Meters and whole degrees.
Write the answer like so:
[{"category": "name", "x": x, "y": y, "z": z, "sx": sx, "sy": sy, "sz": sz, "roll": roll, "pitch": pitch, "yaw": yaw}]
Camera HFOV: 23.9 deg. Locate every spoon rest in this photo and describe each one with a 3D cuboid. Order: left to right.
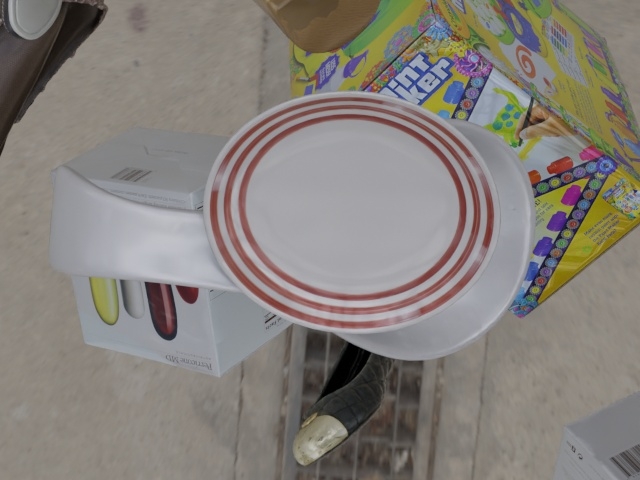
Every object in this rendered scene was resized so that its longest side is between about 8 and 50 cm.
[{"category": "spoon rest", "x": 0.000, "y": 0.000, "z": 0.807, "sx": 0.276, "sy": 0.084, "sz": 0.137, "roll": 0, "pitch": 103, "yaw": -25}]

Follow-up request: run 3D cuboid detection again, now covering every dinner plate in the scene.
[{"category": "dinner plate", "x": 0.015, "y": -0.014, "z": 0.720, "sx": 0.141, "sy": 0.017, "sz": 0.141, "roll": 3, "pitch": 125, "yaw": 4}]

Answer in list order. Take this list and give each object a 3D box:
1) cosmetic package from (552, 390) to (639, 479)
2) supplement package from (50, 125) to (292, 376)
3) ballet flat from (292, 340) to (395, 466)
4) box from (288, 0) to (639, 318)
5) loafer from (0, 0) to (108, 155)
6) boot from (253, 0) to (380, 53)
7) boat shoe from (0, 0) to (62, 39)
[{"category": "cosmetic package", "x": 0.242, "y": 0.112, "z": 0.873, "sx": 0.239, "sy": 0.060, "sz": 0.099, "roll": -20, "pitch": 134, "yaw": -25}, {"category": "supplement package", "x": -0.149, "y": 0.006, "z": 1.577, "sx": 0.194, "sy": 0.149, "sz": 0.203, "roll": 9, "pitch": 119, "yaw": 34}, {"category": "ballet flat", "x": 0.017, "y": 0.078, "z": 0.943, "sx": 0.057, "sy": 0.173, "sz": 0.049, "roll": -30, "pitch": 107, "yaw": 37}, {"category": "box", "x": 0.130, "y": -0.137, "z": 1.375, "sx": 0.279, "sy": 0.290, "sz": 0.177, "roll": 35, "pitch": 119, "yaw": -25}, {"category": "loafer", "x": -0.307, "y": -0.116, "z": 1.344, "sx": 0.366, "sy": 0.134, "sz": 0.130, "roll": -40, "pitch": 68, "yaw": 27}, {"category": "boot", "x": -0.072, "y": -0.220, "z": 0.612, "sx": 0.104, "sy": 0.295, "sz": 0.211, "roll": -34, "pitch": 60, "yaw": -7}, {"category": "boat shoe", "x": -0.215, "y": -0.196, "z": 1.103, "sx": 0.038, "sy": 0.046, "sz": 0.125, "roll": -14, "pitch": 58, "yaw": 30}]
